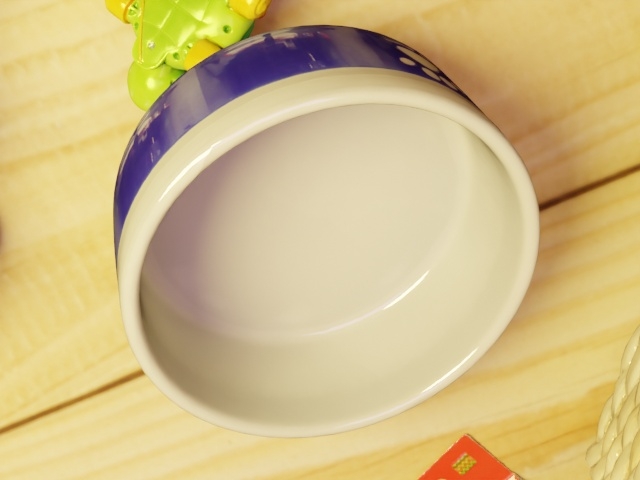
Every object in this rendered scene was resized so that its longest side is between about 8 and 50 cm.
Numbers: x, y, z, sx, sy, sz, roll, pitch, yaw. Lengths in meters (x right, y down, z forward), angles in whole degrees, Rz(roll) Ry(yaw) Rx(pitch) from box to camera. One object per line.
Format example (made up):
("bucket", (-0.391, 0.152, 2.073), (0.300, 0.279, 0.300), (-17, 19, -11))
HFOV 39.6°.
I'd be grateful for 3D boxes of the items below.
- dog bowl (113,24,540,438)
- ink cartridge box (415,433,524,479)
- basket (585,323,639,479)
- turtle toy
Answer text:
("dog bowl", (0.000, 0.000, 0.581), (0.265, 0.104, 0.264), (-9, 127, -12))
("ink cartridge box", (0.140, 0.270, 0.755), (0.179, 0.045, 0.145), (41, 99, -18))
("basket", (0.356, 0.110, 0.553), (0.267, 0.328, 0.331), (19, 107, 7))
("turtle toy", (-0.088, -0.142, 0.587), (0.095, 0.066, 0.130), (39, 101, 11))
